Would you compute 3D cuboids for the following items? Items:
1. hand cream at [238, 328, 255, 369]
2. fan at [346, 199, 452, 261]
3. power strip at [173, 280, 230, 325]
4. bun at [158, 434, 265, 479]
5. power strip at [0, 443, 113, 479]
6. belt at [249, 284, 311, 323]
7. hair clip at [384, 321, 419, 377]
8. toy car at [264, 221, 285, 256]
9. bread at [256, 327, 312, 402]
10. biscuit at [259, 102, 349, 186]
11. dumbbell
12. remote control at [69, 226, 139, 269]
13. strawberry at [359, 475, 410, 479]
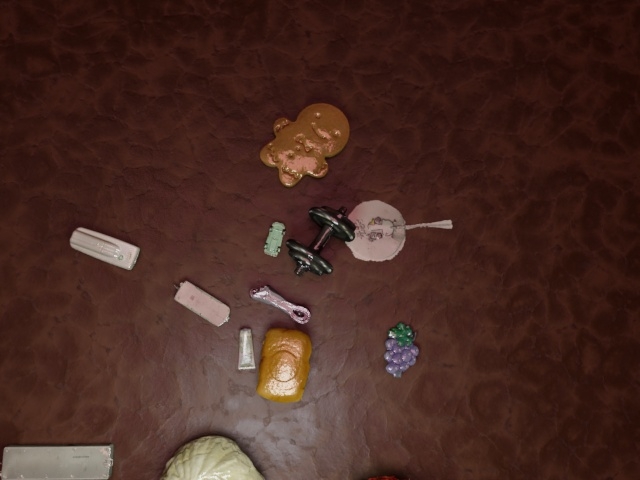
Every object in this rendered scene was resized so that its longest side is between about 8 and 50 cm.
[{"bbox_3d":[-0.256,0.375,1.841,0.061,0.039,0.143,-1,90,-12],"label":"hand cream"},{"bbox_3d":[0.287,-0.048,1.964,0.415,0.012,0.232,-8,82,-5],"label":"fan"},{"bbox_3d":[-0.416,0.217,1.853,0.227,0.029,0.080,32,81,0],"label":"power strip"},{"bbox_3d":[-0.345,0.808,1.662,0.349,0.227,0.352,25,81,-2],"label":"bun"},{"bbox_3d":[-0.858,0.719,1.725,0.368,0.043,0.106,2,80,-5],"label":"power strip"},{"bbox_3d":[-0.138,0.219,1.865,0.232,0.053,0.071,26,87,0],"label":"belt"},{"bbox_3d":[0.286,0.388,1.883,0.124,0.052,0.195,13,71,-11],"label":"hair clip"},{"bbox_3d":[-0.164,-0.006,1.909,0.059,0.035,0.121,16,71,-2],"label":"toy car"},{"bbox_3d":[-0.121,0.420,1.799,0.174,0.121,0.245,11,82,-4],"label":"bread"},{"bbox_3d":[-0.048,-0.364,1.970,0.355,0.052,0.275,-38,86,-9],"label":"biscuit"},{"bbox_3d":[0.000,0.000,1.843,0.192,0.192,0.290,35,80,1],"label":"dumbbell"},{"bbox_3d":[-0.752,0.024,1.846,0.230,0.049,0.090,20,82,-3],"label":"remote control"},{"bbox_3d":[0.202,0.868,1.638,0.312,0.351,0.267,-32,76,-3],"label":"strawberry"}]
